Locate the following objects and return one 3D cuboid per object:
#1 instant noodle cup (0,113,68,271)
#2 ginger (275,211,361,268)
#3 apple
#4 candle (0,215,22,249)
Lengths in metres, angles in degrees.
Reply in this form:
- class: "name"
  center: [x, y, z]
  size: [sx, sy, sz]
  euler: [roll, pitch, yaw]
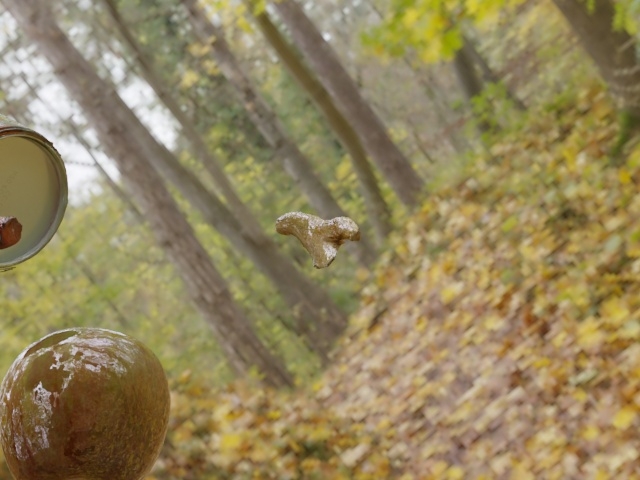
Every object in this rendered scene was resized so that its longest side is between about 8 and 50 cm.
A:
- class: "instant noodle cup"
  center: [-0.559, -0.085, 2.017]
  size: [0.214, 0.296, 0.296]
  euler: [18, 46, 38]
- class: "ginger"
  center: [0.001, 0.001, 1.105]
  size: [0.097, 0.048, 0.030]
  euler: [7, 5, 42]
- class: "apple"
  center: [-0.349, 0.263, 1.854]
  size: [0.257, 0.256, 0.234]
  euler: [-36, 40, 37]
- class: "candle"
  center: [-0.444, -0.003, 1.598]
  size: [0.162, 0.048, 0.053]
  euler: [-6, 60, 30]
